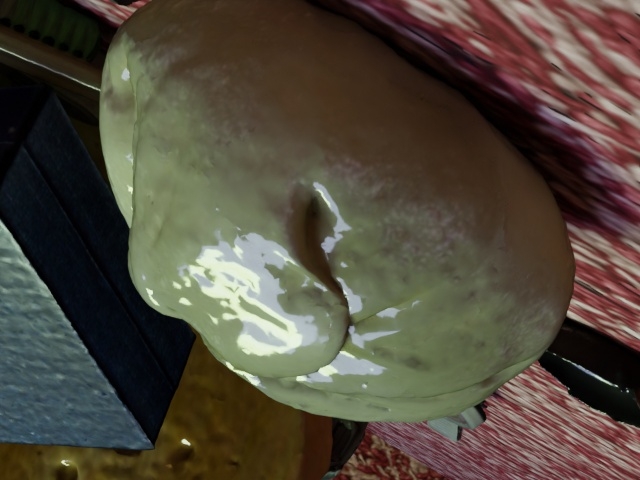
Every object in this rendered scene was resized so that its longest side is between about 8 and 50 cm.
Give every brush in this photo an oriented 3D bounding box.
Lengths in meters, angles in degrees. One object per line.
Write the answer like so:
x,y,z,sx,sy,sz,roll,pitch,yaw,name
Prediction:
-0.125,-0.103,0.947,0.282,0.048,0.054,24,174,-6,brush

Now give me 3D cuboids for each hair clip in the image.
0.112,0.142,1.520,0.140,0.054,0.220,33,170,28,hair clip

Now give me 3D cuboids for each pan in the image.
0.198,0.095,0.980,0.115,0.040,0.212,34,177,-19,pan

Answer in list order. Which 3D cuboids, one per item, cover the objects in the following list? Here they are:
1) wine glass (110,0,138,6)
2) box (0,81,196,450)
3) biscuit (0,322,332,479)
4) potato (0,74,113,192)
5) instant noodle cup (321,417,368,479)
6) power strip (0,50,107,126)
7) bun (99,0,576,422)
-0.156,-0.163,0.653,0.198,0.066,0.066,29,171,10,wine glass
-0.267,0.025,1.056,0.279,0.116,0.261,-2,139,22,box
-0.156,0.115,1.201,0.385,0.365,0.062,11,173,29,biscuit
-0.252,-0.078,1.141,0.228,0.148,0.197,20,140,7,potato
-0.107,0.082,1.350,0.302,0.258,0.181,13,149,25,instant noodle cup
-0.246,-0.161,1.009,0.286,0.048,0.080,32,172,-17,power strip
0.000,0.000,0.745,0.259,0.160,0.259,28,168,7,bun
